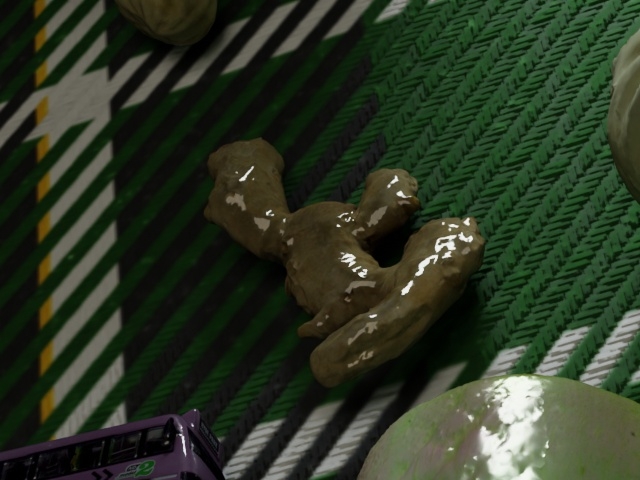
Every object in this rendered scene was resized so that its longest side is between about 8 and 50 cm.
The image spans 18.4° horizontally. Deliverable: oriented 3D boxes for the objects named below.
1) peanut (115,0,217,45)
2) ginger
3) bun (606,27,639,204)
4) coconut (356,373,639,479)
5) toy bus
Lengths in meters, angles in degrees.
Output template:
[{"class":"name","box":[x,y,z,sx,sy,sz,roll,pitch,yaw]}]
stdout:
[{"class":"peanut","box":[-0.126,-0.221,1.558,0.082,0.082,0.187,-19,47,9]},{"class":"ginger","box":[0.015,-0.005,1.329,0.149,0.065,0.258,-25,39,-13]},{"class":"bun","box":[0.299,-0.103,1.207,0.259,0.160,0.259,-11,50,13]},{"class":"coconut","box":[0.113,0.178,1.032,0.236,0.204,0.236,-35,19,13]},{"class":"toy bus","box":[-0.142,0.169,1.235,0.178,0.087,0.098,-14,42,17]}]
